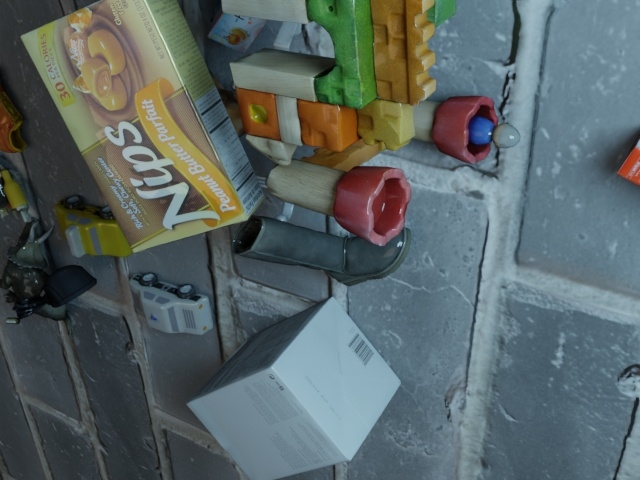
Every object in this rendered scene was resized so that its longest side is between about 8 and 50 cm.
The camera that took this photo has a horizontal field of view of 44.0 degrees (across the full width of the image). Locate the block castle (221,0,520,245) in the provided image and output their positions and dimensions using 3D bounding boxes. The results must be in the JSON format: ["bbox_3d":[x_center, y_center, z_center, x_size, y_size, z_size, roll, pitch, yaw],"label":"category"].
[{"bbox_3d":[0.077,-0.249,0.833,0.213,0.303,0.453,18,129,33],"label":"block castle"}]

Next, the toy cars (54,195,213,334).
[{"bbox_3d":[-0.378,0.061,1.532,0.393,0.087,0.176,45,136,-1],"label":"toy cars"}]

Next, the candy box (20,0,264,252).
[{"bbox_3d":[-0.222,-0.155,1.024,0.183,0.087,0.316,-15,112,22],"label":"candy box"}]

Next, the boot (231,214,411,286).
[{"bbox_3d":[0.000,0.002,1.157,0.209,0.076,0.190,25,142,-28],"label":"boot"}]

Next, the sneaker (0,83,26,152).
[{"bbox_3d":[-0.597,-0.246,1.497,0.068,0.064,0.175,4,130,10],"label":"sneaker"}]

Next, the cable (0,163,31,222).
[{"bbox_3d":[-0.667,-0.168,1.616,0.140,0.072,0.287,7,114,55],"label":"cable"}]

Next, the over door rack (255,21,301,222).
[{"bbox_3d":[-0.157,-0.162,1.103,0.240,0.108,0.324,12,134,10],"label":"over door rack"}]

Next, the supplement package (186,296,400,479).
[{"bbox_3d":[-0.048,0.262,1.363,0.263,0.198,0.199,-30,102,44],"label":"supplement package"}]

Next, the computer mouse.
[{"bbox_3d":[-0.540,0.103,1.554,0.060,0.184,0.262,61,161,-10],"label":"computer mouse"}]

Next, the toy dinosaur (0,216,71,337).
[{"bbox_3d":[-0.621,0.109,1.719,0.160,0.121,0.313,6,121,40],"label":"toy dinosaur"}]

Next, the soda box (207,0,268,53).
[{"bbox_3d":[-0.082,-0.333,1.040,0.058,0.062,0.183,22,141,-24],"label":"soda box"}]

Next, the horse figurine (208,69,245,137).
[{"bbox_3d":[-0.181,-0.168,1.239,0.175,0.066,0.263,35,129,11],"label":"horse figurine"}]

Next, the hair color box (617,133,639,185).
[{"bbox_3d":[0.412,-0.069,0.884,0.141,0.072,0.043,32,133,13],"label":"hair color box"}]
